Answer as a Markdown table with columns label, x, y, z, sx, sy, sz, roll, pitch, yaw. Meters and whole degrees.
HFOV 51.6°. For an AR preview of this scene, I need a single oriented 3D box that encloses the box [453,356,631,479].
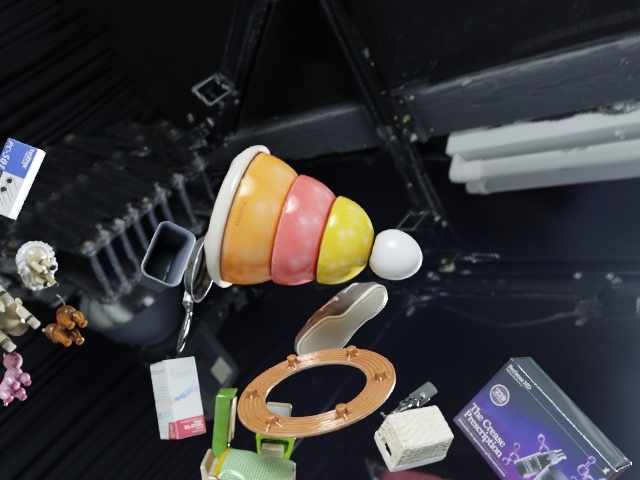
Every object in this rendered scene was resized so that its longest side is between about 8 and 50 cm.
| label | x | y | z | sx | sy | sz | roll | pitch | yaw |
| --- | --- | --- | --- | --- | --- | --- | --- | --- | --- |
| box | 0.409 | 0.377 | 1.248 | 0.184 | 0.103 | 0.261 | -53 | -125 | 18 |

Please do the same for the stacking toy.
| label | x | y | z | sx | sy | sz | roll | pitch | yaw |
| --- | --- | --- | --- | --- | --- | --- | --- | --- | --- |
| stacking toy | 0.000 | 0.000 | 1.559 | 0.480 | 0.350 | 0.350 | 17 | -40 | 8 |

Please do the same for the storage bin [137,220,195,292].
| label | x | y | z | sx | sy | sz | roll | pitch | yaw |
| --- | --- | --- | --- | --- | --- | --- | --- | --- | --- |
| storage bin | -0.327 | 0.045 | 1.400 | 0.098 | 0.135 | 0.091 | 27 | -33 | -19 |

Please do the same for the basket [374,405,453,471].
| label | x | y | z | sx | sy | sz | roll | pitch | yaw |
| --- | --- | --- | --- | --- | --- | --- | --- | --- | --- |
| basket | 0.242 | 0.506 | 1.702 | 0.103 | 0.167 | 0.113 | 108 | -33 | -40 |

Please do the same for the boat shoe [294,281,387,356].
| label | x | y | z | sx | sy | sz | roll | pitch | yaw |
| --- | --- | --- | --- | --- | --- | --- | --- | --- | --- |
| boat shoe | 0.042 | 0.215 | 1.804 | 0.095 | 0.335 | 0.112 | 12 | -55 | 48 |

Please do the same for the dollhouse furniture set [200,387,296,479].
| label | x | y | z | sx | sy | sz | roll | pitch | yaw |
| --- | --- | --- | --- | --- | --- | --- | --- | --- | --- |
| dollhouse furniture set | -0.148 | 0.438 | 1.475 | 0.197 | 0.151 | 0.301 | 6 | -2 | -2 |

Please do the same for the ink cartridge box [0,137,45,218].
| label | x | y | z | sx | sy | sz | roll | pitch | yaw |
| --- | --- | --- | --- | --- | --- | --- | --- | --- | --- |
| ink cartridge box | -0.864 | -0.173 | 1.856 | 0.097 | 0.207 | 0.046 | 21 | -6 | 7 |

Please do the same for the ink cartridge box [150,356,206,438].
| label | x | y | z | sx | sy | sz | roll | pitch | yaw |
| --- | --- | --- | --- | --- | --- | --- | --- | --- | --- |
| ink cartridge box | -0.331 | 0.364 | 1.532 | 0.127 | 0.072 | 0.175 | -26 | -108 | 57 |

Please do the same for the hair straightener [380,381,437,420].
| label | x | y | z | sx | sy | sz | roll | pitch | yaw |
| --- | --- | --- | --- | --- | --- | --- | --- | --- | --- |
| hair straightener | 0.242 | 0.427 | 1.776 | 0.047 | 0.230 | 0.089 | 53 | -52 | 24 |

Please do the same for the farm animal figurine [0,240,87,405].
| label | x | y | z | sx | sy | sz | roll | pitch | yaw |
| --- | --- | --- | --- | --- | --- | --- | --- | --- | --- |
| farm animal figurine | -0.703 | 0.186 | 1.433 | 0.172 | 0.330 | 0.327 | 30 | -41 | 34 |

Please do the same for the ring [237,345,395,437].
| label | x | y | z | sx | sy | sz | roll | pitch | yaw |
| --- | --- | --- | --- | --- | --- | --- | --- | --- | --- |
| ring | -0.012 | 0.300 | 1.378 | 0.336 | 0.336 | 0.032 | 3 | -68 | 44 |

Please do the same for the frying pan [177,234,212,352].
| label | x | y | z | sx | sy | sz | roll | pitch | yaw |
| --- | --- | --- | --- | --- | --- | --- | --- | --- | --- |
| frying pan | -0.343 | 0.135 | 1.833 | 0.053 | 0.326 | 0.197 | 14 | 1 | 8 |
